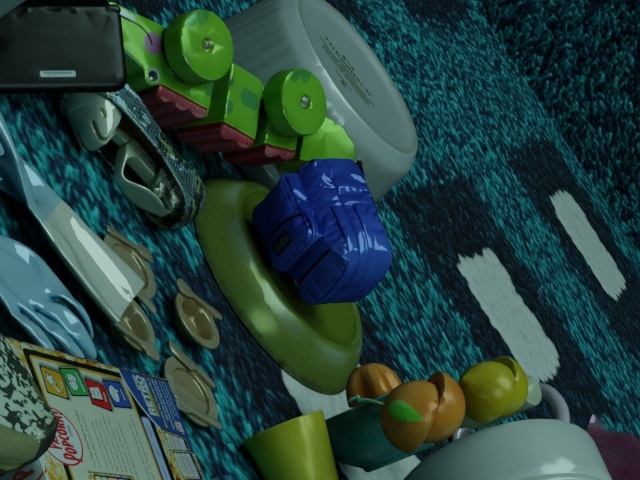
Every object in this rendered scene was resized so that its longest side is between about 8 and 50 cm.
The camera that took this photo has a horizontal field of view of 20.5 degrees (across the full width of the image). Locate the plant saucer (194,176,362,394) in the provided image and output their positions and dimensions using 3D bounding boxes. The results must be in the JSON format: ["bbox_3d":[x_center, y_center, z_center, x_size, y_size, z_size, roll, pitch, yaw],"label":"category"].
[{"bbox_3d":[-0.030,0.033,1.679,0.241,0.037,0.241,46,22,-25],"label":"plant saucer"}]

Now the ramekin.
[{"bbox_3d":[-0.009,-0.143,1.877,0.273,0.127,0.273,47,22,-25],"label":"ramekin"}]

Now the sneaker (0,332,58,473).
[{"bbox_3d":[-0.267,-0.044,1.007,0.410,0.182,0.158,52,19,-13],"label":"sneaker"}]

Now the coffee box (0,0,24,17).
[{"bbox_3d":[-0.220,-0.284,1.333,0.119,0.297,0.168,47,20,-33],"label":"coffee box"}]

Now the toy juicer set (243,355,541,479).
[{"bbox_3d":[0.085,0.135,1.527,0.329,0.209,0.089,-1,67,-67],"label":"toy juicer set"}]

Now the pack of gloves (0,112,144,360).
[{"bbox_3d":[-0.218,-0.024,1.274,0.232,0.046,0.195,46,19,-10],"label":"pack of gloves"}]

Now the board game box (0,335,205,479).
[{"bbox_3d":[-0.149,0.150,1.188,0.193,0.045,0.146,25,36,-56],"label":"board game box"}]

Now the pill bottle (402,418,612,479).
[{"bbox_3d":[0.202,0.355,1.428,0.224,0.224,0.392,34,28,-47],"label":"pill bottle"}]

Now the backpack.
[{"bbox_3d":[0.000,0.000,1.608,0.101,0.098,0.120,-7,60,-36],"label":"backpack"}]

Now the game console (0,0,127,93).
[{"bbox_3d":[-0.232,-0.169,1.463,0.122,0.071,0.107,-4,85,-27],"label":"game console"}]

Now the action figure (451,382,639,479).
[{"bbox_3d":[0.283,0.291,1.696,0.275,0.248,0.370,52,17,-10],"label":"action figure"}]

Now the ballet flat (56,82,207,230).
[{"bbox_3d":[-0.168,-0.082,1.500,0.188,0.070,0.070,46,21,-17],"label":"ballet flat"}]

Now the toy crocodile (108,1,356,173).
[{"bbox_3d":[-0.100,-0.127,1.639,0.340,0.115,0.105,26,64,-44],"label":"toy crocodile"}]

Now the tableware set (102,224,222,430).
[{"bbox_3d":[-0.125,0.068,1.417,0.141,0.020,0.168,44,23,-30],"label":"tableware set"}]
